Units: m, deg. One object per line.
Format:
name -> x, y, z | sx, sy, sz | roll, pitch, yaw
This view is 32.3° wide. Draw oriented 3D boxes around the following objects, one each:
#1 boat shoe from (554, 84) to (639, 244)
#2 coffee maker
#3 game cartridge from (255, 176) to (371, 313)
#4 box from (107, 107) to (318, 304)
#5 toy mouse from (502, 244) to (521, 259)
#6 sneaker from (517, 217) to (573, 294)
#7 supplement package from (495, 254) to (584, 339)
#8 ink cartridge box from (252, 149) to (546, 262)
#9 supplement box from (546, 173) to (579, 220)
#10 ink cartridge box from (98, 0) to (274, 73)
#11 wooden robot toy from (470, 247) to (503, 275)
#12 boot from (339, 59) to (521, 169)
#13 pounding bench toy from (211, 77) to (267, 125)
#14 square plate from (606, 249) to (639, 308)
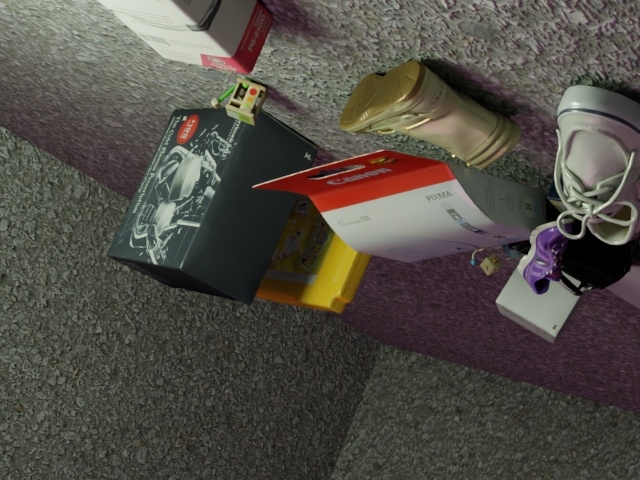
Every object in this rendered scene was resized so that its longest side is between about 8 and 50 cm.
boat shoe -> 0.380, -0.074, 1.511 | 0.136, 0.156, 0.367 | 17, 168, 23
coffee maker -> 0.440, -0.005, 1.901 | 0.178, 0.120, 0.171 | 25, 136, -17
game cartridge -> 0.000, 0.000, 2.272 | 0.053, 0.285, 0.324 | 31, 166, -31
box -> -0.217, -0.076, 2.184 | 0.179, 0.343, 0.313 | 31, 166, -35
toy mouse -> 0.389, 0.009, 2.038 | 0.161, 0.031, 0.143 | 7, 144, -33
sneaker -> 0.376, 0.026, 1.792 | 0.068, 0.071, 0.170 | -12, 145, -15
supplement package -> 0.444, 0.111, 2.208 | 0.139, 0.133, 0.244 | 31, 178, 13
ink cartridge box -> 0.130, -0.048, 1.799 | 0.385, 0.091, 0.308 | 10, 165, -43
supplement box -> 0.414, -0.069, 1.733 | 0.083, 0.056, 0.083 | 14, 166, 38
ink cartridge box -> -0.202, -0.338, 1.534 | 0.172, 0.100, 0.237 | 15, 168, 31
wooden robot toy -> 0.315, -0.011, 2.206 | 0.173, 0.079, 0.076 | 47, 140, 34
boot -> 0.157, -0.175, 1.647 | 0.204, 0.095, 0.262 | 25, 165, -20
pounding bench toy -> -0.141, -0.250, 1.925 | 0.083, 0.065, 0.052 | 21, 170, 4
square plate -> 0.676, 0.094, 2.021 | 0.344, 0.049, 0.347 | 28, 168, -31
